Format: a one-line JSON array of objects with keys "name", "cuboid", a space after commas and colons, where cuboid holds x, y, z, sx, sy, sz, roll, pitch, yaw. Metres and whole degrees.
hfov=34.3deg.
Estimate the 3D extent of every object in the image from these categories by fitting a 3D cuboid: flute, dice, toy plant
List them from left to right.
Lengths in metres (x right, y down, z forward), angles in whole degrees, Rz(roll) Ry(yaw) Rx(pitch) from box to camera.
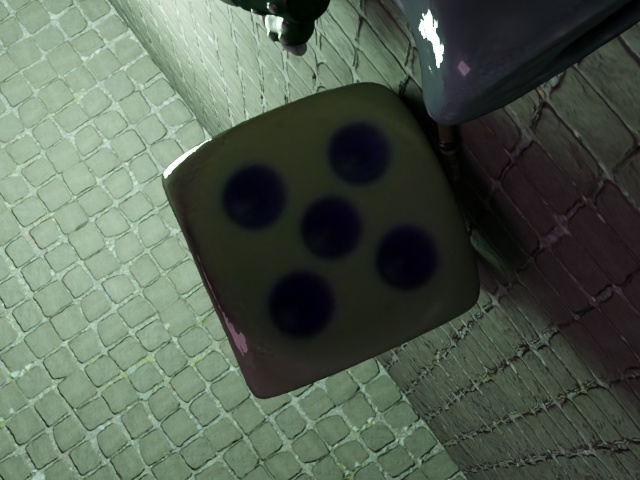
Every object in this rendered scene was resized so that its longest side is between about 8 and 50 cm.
[{"name": "toy plant", "cuboid": [-0.085, -0.335, 1.234, 0.243, 0.112, 0.232, 47, 165, 12]}, {"name": "dice", "cuboid": [0.000, 0.000, 1.271, 0.277, 0.304, 0.304, 130, 116, -83]}, {"name": "flute", "cuboid": [0.133, -0.132, 1.122, 0.027, 0.027, 0.233, 49, 170, 31]}]

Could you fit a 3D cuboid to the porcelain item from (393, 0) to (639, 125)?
[{"name": "porcelain item", "cuboid": [0.028, -0.268, 0.488, 0.405, 0.242, 0.178, 58, -165, 6]}]
